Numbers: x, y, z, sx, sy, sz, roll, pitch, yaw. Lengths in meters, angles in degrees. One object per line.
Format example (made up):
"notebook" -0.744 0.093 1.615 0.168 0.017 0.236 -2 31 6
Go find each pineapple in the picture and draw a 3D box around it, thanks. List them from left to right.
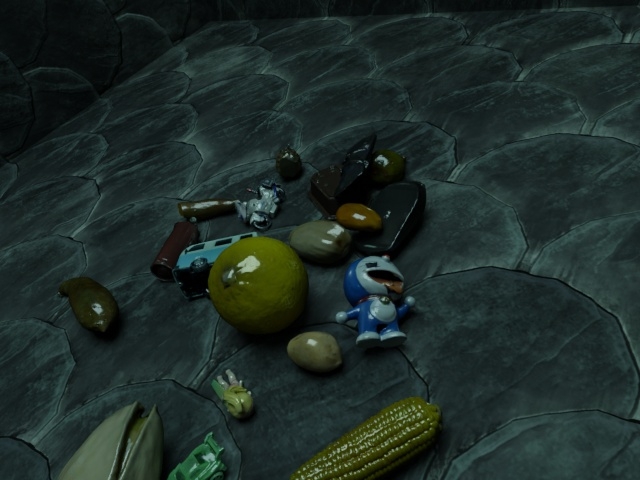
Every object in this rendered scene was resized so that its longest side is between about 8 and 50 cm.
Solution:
"pineapple" -0.125 -0.314 2.106 0.108 0.108 0.197 -16 28 3

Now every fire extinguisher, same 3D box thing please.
"fire extinguisher" -0.485 0.017 1.863 0.105 0.104 0.269 -2 43 19

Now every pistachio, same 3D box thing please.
"pistachio" -0.450 0.511 1.186 0.208 0.226 0.331 25 54 -7
"pistachio" 0.000 0.000 1.665 0.206 0.131 0.130 12 7 31

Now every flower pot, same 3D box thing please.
"flower pot" 0.056 -0.180 1.882 0.179 0.084 0.251 -27 41 -10

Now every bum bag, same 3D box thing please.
"bum bag" 0.118 -0.258 1.810 0.137 0.074 0.310 -31 28 38

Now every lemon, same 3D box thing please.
"lemon" -0.164 0.121 1.475 0.293 0.293 0.293 -11 40 9

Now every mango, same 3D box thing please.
"mango" 0.113 -0.071 1.644 0.105 0.084 0.159 5 0 -45

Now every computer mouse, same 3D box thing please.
"computer mouse" 0.226 -0.062 1.682 0.168 0.087 0.295 10 63 47

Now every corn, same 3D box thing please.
"corn" 0.097 0.441 1.130 0.363 0.120 0.120 -26 40 -11

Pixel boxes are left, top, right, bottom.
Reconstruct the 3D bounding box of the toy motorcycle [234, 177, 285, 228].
"toy motorcycle" -0.219 -0.135 1.934 0.150 0.102 0.221 17 51 8

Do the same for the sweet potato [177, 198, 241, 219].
"sweet potato" -0.409 -0.116 2.004 0.244 0.077 0.077 -4 41 4

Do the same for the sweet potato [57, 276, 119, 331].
"sweet potato" -0.754 0.190 1.752 0.130 0.130 0.423 -41 38 -24

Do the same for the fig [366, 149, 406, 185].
"fig" 0.234 -0.274 1.892 0.133 0.126 0.184 -1 45 41

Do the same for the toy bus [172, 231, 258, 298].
"toy bus" -0.308 0.071 1.700 0.272 0.133 0.164 -12 35 4

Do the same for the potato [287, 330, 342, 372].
"potato" -0.016 0.279 1.372 0.147 0.112 0.112 0 43 31

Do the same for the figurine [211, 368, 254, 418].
"figurine" -0.221 0.381 1.362 0.083 0.083 0.187 -30 31 -13

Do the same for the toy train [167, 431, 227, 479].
"toy train" -0.278 0.515 1.219 0.149 0.081 0.099 -36 43 -20

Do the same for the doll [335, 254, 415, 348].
"doll" 0.141 0.156 1.410 0.215 0.161 0.256 5 50 -15
